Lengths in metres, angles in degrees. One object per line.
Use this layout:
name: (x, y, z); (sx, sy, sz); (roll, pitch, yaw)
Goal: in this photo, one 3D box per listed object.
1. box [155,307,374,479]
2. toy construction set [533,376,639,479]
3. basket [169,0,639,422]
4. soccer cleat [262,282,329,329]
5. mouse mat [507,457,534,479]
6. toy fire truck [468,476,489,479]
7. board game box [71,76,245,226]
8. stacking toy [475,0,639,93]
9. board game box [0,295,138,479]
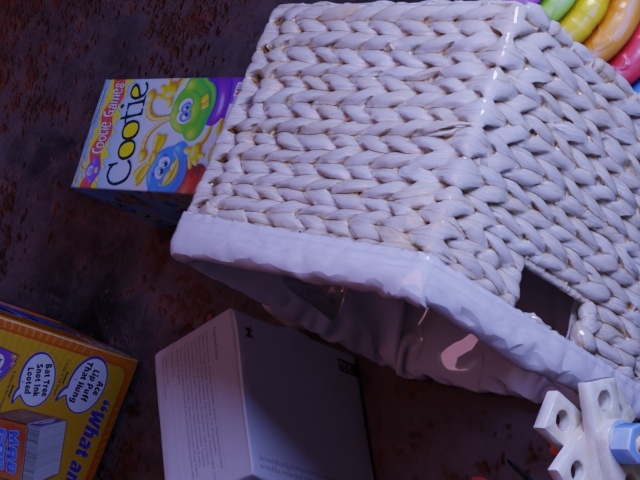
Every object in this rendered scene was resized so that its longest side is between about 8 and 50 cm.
box: (-0.055, 0.189, 1.537); (0.119, 0.181, 0.181); (-32, 51, 32)
toy construction set: (0.304, 0.206, 1.129); (0.328, 0.215, 0.151); (13, 83, 53)
basket: (0.109, -0.028, 1.373); (0.331, 0.328, 0.266); (7, 73, 47)
soccer cleat: (0.000, 0.000, 1.649); (0.068, 0.076, 0.196); (15, 83, 48)
mouse mat: (0.230, 0.247, 1.216); (0.007, 0.152, 0.190); (-47, 26, -4)
toy fire truck: (0.180, 0.330, 1.158); (0.169, 0.302, 0.254); (-49, 36, -14)
board game box: (-0.135, -0.098, 1.782); (0.275, 0.144, 0.142); (5, 75, 46)
stacking toy: (0.193, -0.235, 1.394); (0.175, 0.302, 0.165); (35, 98, 49)
board game box: (-0.507, 0.219, 1.853); (0.356, 0.356, 0.356); (17, 85, 49)
